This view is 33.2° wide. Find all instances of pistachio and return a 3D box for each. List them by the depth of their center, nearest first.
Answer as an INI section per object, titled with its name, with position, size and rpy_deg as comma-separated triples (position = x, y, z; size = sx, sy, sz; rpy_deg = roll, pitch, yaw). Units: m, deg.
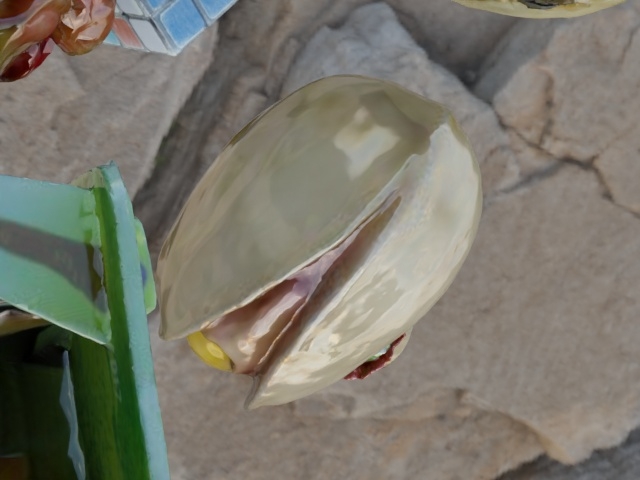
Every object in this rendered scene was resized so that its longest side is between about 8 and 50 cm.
[pistachio]
position = 0.000, 0.000, 0.894
size = 0.309, 0.230, 0.230
rpy_deg = -45, 136, 15

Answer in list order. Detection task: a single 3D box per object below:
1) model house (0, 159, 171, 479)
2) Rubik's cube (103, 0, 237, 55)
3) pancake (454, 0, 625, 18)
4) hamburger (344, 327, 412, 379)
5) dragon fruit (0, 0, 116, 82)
[model house]
position = -0.269, 0.036, 0.491
size = 0.324, 0.300, 0.340
rpy_deg = -8, 88, -28
[Rubik's cube]
position = -0.233, -0.422, 1.400
size = 0.256, 0.253, 0.259
rpy_deg = -48, 128, -21
[pancake]
position = 0.163, -0.333, 0.709
size = 0.082, 0.387, 0.386
rpy_deg = 7, 101, -56
[hamburger]
position = 0.024, 0.090, 1.362
size = 0.137, 0.175, 0.175
rpy_deg = 16, 94, -45
[dragon fruit]
position = -0.217, -0.191, 0.503
size = 0.314, 0.263, 0.296
rpy_deg = -60, 161, 12
